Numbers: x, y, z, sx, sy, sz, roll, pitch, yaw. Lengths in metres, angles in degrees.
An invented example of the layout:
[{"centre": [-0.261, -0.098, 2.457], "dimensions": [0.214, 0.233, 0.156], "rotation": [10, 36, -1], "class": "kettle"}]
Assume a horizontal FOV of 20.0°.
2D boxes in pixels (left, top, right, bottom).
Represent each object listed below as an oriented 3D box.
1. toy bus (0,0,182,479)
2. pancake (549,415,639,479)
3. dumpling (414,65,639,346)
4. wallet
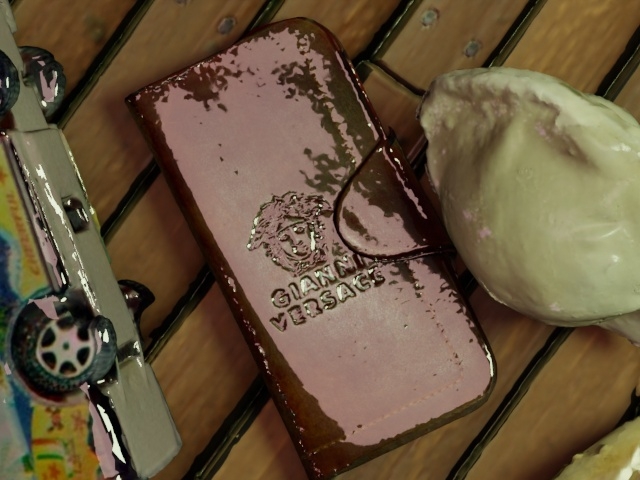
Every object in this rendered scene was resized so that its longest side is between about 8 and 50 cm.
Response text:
[{"centre": [-0.190, -0.001, 1.023], "dimensions": [0.138, 0.112, 0.317], "rotation": [-21, 90, 12], "class": "toy bus"}, {"centre": [0.241, 0.262, 1.036], "dimensions": [0.356, 0.065, 0.356], "rotation": [0, 94, -2], "class": "pancake"}, {"centre": [0.141, -0.023, 1.001], "dimensions": [0.199, 0.118, 0.136], "rotation": [47, 135, -11], "class": "dumpling"}, {"centre": [0.000, 0.000, 1.052], "dimensions": [0.137, 0.031, 0.255], "rotation": [-26, 90, 2], "class": "wallet"}]
